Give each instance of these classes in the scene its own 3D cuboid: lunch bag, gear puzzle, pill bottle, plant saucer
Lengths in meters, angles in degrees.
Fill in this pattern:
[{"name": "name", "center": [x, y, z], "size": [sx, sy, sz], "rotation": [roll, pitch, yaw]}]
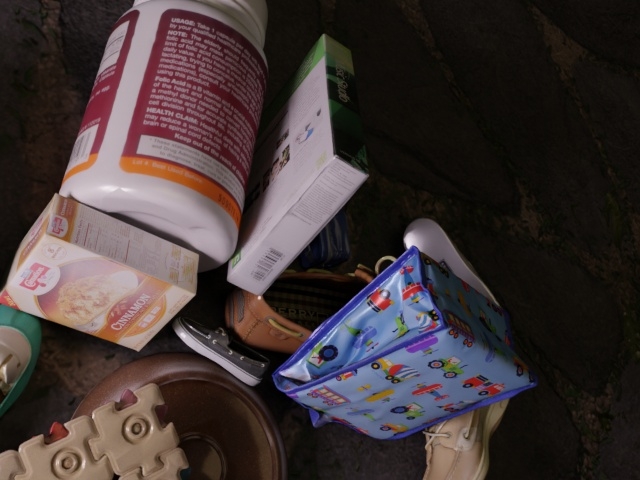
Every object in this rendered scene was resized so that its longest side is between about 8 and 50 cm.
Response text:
[{"name": "lunch bag", "center": [0.000, 0.000, 1.158], "size": [0.065, 0.067, 0.098], "rotation": [3, 69, -33]}, {"name": "gear puzzle", "center": [-0.299, 0.295, 0.789], "size": [0.339, 0.044, 0.175], "rotation": [-23, 93, -29]}, {"name": "pill bottle", "center": [-0.191, -0.172, 1.003], "size": [0.224, 0.224, 0.392], "rotation": [22, 59, -25]}, {"name": "lunch bag", "center": [0.098, 0.179, 1.014], "size": [0.221, 0.293, 0.138], "rotation": [33, 29, -37]}, {"name": "plant saucer", "center": [-0.164, 0.286, 0.932], "size": [0.311, 0.050, 0.310], "rotation": [15, 61, -30]}]

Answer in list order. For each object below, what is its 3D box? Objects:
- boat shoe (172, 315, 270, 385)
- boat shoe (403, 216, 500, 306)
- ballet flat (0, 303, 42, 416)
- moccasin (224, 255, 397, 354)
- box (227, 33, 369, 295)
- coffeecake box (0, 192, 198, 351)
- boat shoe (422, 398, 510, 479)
[{"name": "boat shoe", "center": [-0.131, 0.140, 1.005], "size": [0.142, 0.040, 0.049], "rotation": [36, 10, -8]}, {"name": "boat shoe", "center": [0.228, 0.080, 1.270], "size": [0.267, 0.096, 0.088], "rotation": [55, 14, 4]}, {"name": "ballet flat", "center": [-0.372, 0.164, 0.815], "size": [0.083, 0.087, 0.247], "rotation": [33, 54, -15]}, {"name": "moccasin", "center": [0.054, 0.101, 1.098], "size": [0.380, 0.147, 0.139], "rotation": [14, 63, -29]}, {"name": "box", "center": [-0.036, -0.112, 1.012], "size": [0.058, 0.232, 0.322], "rotation": [27, 34, -25]}, {"name": "coffeecake box", "center": [-0.262, 0.044, 0.893], "size": [0.185, 0.142, 0.068], "rotation": [26, 40, -29]}, {"name": "boat shoe", "center": [0.200, 0.301, 1.143], "size": [0.098, 0.109, 0.302], "rotation": [44, 46, -4]}]
